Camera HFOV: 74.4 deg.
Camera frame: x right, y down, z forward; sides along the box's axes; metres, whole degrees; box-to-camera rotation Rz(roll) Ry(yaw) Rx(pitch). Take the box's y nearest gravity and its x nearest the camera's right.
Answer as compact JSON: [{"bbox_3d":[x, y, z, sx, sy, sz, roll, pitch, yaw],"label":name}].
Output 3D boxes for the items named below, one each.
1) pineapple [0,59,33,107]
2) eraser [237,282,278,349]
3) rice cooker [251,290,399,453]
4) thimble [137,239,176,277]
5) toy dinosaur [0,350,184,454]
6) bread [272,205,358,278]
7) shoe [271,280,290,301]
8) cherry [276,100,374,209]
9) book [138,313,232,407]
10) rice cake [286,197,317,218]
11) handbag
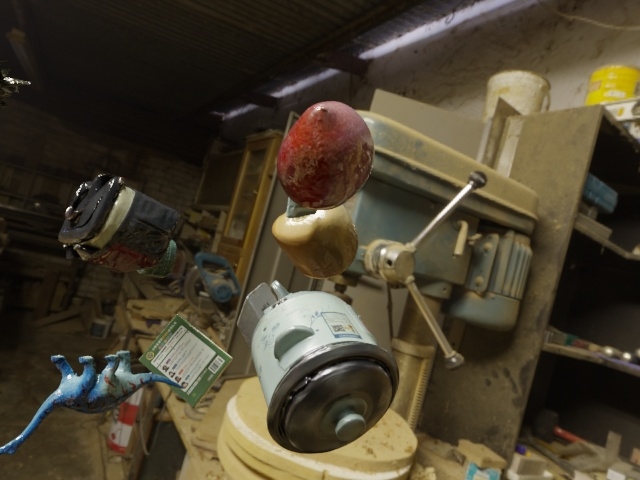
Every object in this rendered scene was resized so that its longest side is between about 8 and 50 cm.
[{"bbox_3d":[-0.786,-0.288,0.876,0.166,0.364,0.165,22,-28,12],"label":"pineapple"},{"bbox_3d":[-0.098,0.282,1.063,0.077,0.352,0.111,-28,5,21],"label":"eraser"},{"bbox_3d":[0.002,0.260,0.837,0.316,0.264,0.316,59,-5,9],"label":"rice cooker"},{"bbox_3d":[-0.541,0.053,1.387,0.118,0.135,0.090,26,5,42],"label":"thimble"},{"bbox_3d":[-0.432,0.277,0.820,0.329,0.144,0.076,-9,-2,-45],"label":"toy dinosaur"},{"bbox_3d":[0.000,0.000,1.937,0.253,0.348,0.376,57,-2,40],"label":"bread"},{"bbox_3d":[-0.108,0.221,1.371,0.195,0.078,0.079,52,-5,12],"label":"shoe"},{"bbox_3d":[0.021,-0.182,0.915,0.206,0.239,0.239,49,-9,-9],"label":"cherry"},{"bbox_3d":[-0.468,0.413,1.464,0.264,0.202,0.027,33,-16,14],"label":"book"},{"bbox_3d":[-0.068,-0.134,1.647,0.040,0.084,0.226,11,11,22],"label":"rice cake"},{"bbox_3d":[-0.450,-0.026,0.910,0.255,0.181,0.181,-5,-29,46],"label":"handbag"}]
